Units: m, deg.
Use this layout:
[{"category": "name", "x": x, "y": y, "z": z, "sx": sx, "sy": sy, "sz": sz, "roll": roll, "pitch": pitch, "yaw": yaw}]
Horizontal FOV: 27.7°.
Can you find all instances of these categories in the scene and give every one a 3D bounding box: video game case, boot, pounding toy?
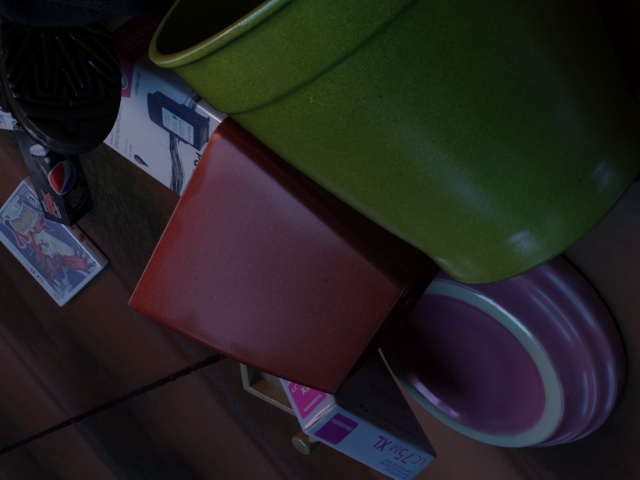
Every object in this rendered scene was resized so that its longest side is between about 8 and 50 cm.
[{"category": "video game case", "x": -0.438, "y": 0.005, "z": 2.069, "sx": 0.183, "sy": 0.023, "sz": 0.201, "roll": 48, "pitch": 144, "yaw": -4}, {"category": "boot", "x": -0.337, "y": -0.197, "z": 1.556, "sx": 0.260, "sy": 0.131, "sz": 0.348, "roll": 116, "pitch": 140, "yaw": -55}, {"category": "pounding toy", "x": -0.010, "y": 0.196, "z": 1.776, "sx": 0.181, "sy": 0.094, "sz": 0.206, "roll": 23, "pitch": 139, "yaw": 28}]

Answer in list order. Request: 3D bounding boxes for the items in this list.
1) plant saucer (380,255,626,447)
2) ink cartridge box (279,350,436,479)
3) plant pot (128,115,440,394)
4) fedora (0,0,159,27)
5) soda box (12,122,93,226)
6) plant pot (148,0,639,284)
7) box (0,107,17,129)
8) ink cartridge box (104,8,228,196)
[{"category": "plant saucer", "x": 0.191, "y": 0.123, "z": 1.522, "sx": 0.332, "sy": 0.084, "sz": 0.332, "roll": 26, "pitch": 140, "yaw": 24}, {"category": "ink cartridge box", "x": 0.007, "y": 0.134, "z": 1.532, "sx": 0.185, "sy": 0.065, "sz": 0.311, "roll": 34, "pitch": -160, "yaw": -39}, {"category": "plant pot", "x": 0.000, "y": 0.000, "z": 1.384, "sx": 0.235, "sy": 0.267, "sz": 0.267, "roll": 38, "pitch": 126, "yaw": 9}, {"category": "fedora", "x": -0.256, "y": -0.303, "z": 1.331, "sx": 0.334, "sy": 0.334, "sz": 0.153, "roll": -1, "pitch": 92, "yaw": 45}, {"category": "soda box", "x": -0.388, "y": -0.105, "z": 1.890, "sx": 0.060, "sy": 0.053, "sz": 0.169, "roll": 17, "pitch": 136, "yaw": 33}, {"category": "plant pot", "x": 0.100, "y": -0.158, "z": 1.153, "sx": 0.353, "sy": 0.366, "sz": 0.366, "roll": 47, "pitch": 145, "yaw": -21}, {"category": "box", "x": -0.460, "y": -0.210, "z": 1.881, "sx": 0.081, "sy": 0.028, "sz": 0.136, "roll": 10, "pitch": 129, "yaw": 37}, {"category": "ink cartridge box", "x": -0.153, "y": -0.146, "z": 1.581, "sx": 0.237, "sy": 0.100, "sz": 0.172, "roll": 34, "pitch": 143, "yaw": 15}]
